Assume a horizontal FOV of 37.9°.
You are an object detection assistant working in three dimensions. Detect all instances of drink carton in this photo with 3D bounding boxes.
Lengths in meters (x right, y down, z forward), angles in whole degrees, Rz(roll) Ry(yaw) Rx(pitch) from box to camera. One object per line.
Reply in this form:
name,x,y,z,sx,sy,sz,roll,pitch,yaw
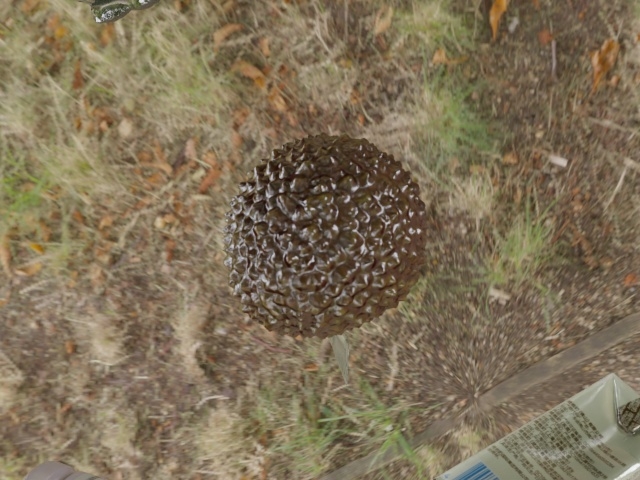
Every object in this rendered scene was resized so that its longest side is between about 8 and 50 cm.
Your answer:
drink carton,0.281,0.328,1.175,0.325,0.194,0.132,-23,50,-30

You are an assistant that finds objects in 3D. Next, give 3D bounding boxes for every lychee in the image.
lychee,0.000,0.000,0.805,0.188,0.188,0.188,-2,80,9

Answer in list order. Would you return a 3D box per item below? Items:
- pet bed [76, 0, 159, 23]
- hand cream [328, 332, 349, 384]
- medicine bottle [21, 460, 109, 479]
pet bed,-0.145,-0.286,0.741,0.211,0.159,0.183,-12,79,41
hand cream,0.023,0.125,1.211,0.037,0.165,0.057,-2,110,-8
medicine bottle,-0.161,0.300,0.841,0.250,0.133,0.133,18,84,10
